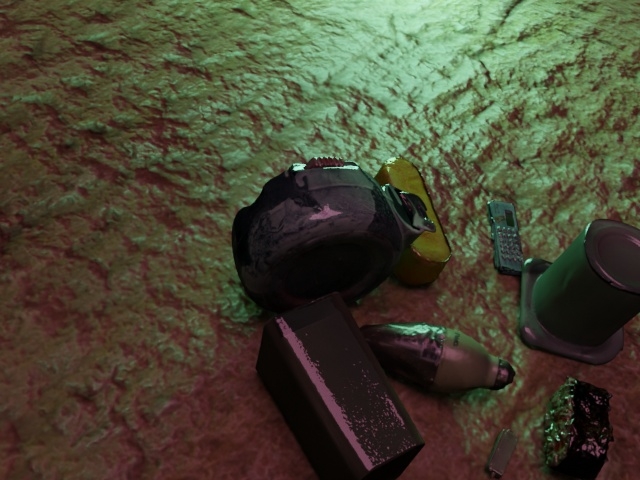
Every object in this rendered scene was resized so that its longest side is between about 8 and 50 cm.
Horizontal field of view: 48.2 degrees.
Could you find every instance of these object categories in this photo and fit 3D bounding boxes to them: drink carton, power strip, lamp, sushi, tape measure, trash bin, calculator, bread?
[{"bbox_3d":[0.455,0.072,1.176,0.191,0.190,0.185,19,49,-3],"label":"drink carton"},{"bbox_3d":[0.266,0.316,1.055,0.027,0.017,0.083,30,52,13],"label":"power strip"},{"bbox_3d":[0.169,0.176,1.092,0.250,0.101,0.101,16,51,4],"label":"lamp"},{"bbox_3d":[0.380,0.279,1.064,0.078,0.090,0.150,22,49,1],"label":"sushi"},{"bbox_3d":[0.000,0.000,1.098,0.275,0.256,0.147,12,43,-37],"label":"tape measure"},{"bbox_3d":[0.021,0.223,0.989,0.122,0.164,0.240,-20,62,-25],"label":"trash bin"},{"bbox_3d":[0.344,-0.008,1.329,0.057,0.018,0.172,10,50,-7],"label":"calculator"},{"bbox_3d":[0.154,-0.034,1.263,0.102,0.094,0.246,2,52,-22],"label":"bread"}]
